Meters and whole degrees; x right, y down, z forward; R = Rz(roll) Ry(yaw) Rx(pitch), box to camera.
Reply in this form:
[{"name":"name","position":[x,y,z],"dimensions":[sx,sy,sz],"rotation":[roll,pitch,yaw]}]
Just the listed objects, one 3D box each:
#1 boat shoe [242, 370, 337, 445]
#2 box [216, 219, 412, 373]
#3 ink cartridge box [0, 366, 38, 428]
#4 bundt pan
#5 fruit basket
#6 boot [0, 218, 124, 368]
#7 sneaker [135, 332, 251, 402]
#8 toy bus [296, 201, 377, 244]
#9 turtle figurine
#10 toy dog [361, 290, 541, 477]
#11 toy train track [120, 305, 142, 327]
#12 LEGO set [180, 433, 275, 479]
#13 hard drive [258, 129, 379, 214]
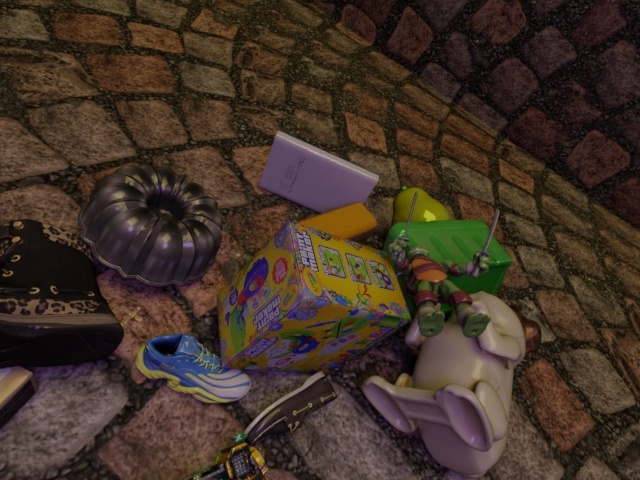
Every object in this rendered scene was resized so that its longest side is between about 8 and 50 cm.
[{"name":"boat shoe","position":[-0.057,0.359,0.857],"dimensions":[0.228,0.081,0.068],"rotation":[-23,61,-41]},{"name":"box","position":[-0.024,0.142,0.867],"dimensions":[0.279,0.290,0.177],"rotation":[18,44,-37]},{"name":"ink cartridge box","position":[-0.638,0.250,0.663],"dimensions":[0.235,0.088,0.193],"rotation":[30,45,-1]},{"name":"bundt pan","position":[-0.376,-0.057,0.969],"dimensions":[0.331,0.124,0.330],"rotation":[27,37,-22]},{"name":"fruit basket","position":[0.313,0.022,1.209],"dimensions":[0.392,0.282,0.392],"rotation":[11,28,-6]},{"name":"boot","position":[-0.567,0.080,0.727],"dimensions":[0.378,0.138,0.284],"rotation":[14,29,-45]},{"name":"sneaker","position":[-0.249,0.255,0.821],"dimensions":[0.240,0.126,0.091],"rotation":[17,47,-11]},{"name":"toy bus","position":[0.000,0.000,1.155],"dimensions":[0.333,0.130,0.108],"rotation":[-21,64,-37]},{"name":"turtle figurine","position":[0.251,0.051,0.851],"dimensions":[0.198,0.274,0.266],"rotation":[30,31,-26]},{"name":"toy dog","position":[0.369,0.297,0.965],"dimensions":[0.395,0.285,0.408],"rotation":[51,52,-9]},{"name":"toy train track","position":[-0.420,0.172,0.886],"dimensions":[0.048,0.014,0.083],"rotation":[32,46,3]},{"name":"LEGO set","position":[-0.135,0.468,0.601],"dimensions":[0.255,0.192,0.331],"rotation":[5,60,-36]},{"name":"hard drive","position":[-0.012,-0.182,1.247],"dimensions":[0.319,0.210,0.040],"rotation":[23,46,-7]}]
